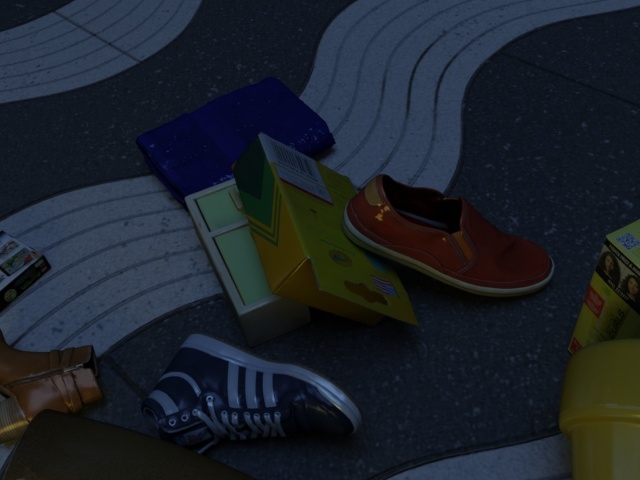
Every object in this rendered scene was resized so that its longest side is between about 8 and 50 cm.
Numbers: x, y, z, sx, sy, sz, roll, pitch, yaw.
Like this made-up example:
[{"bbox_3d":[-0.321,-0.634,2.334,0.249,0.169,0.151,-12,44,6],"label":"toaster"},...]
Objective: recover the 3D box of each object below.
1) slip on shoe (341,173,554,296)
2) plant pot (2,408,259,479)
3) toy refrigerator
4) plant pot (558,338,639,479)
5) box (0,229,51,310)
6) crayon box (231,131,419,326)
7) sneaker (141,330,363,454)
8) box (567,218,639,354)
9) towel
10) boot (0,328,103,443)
[{"bbox_3d":[0.197,-0.007,0.963,0.332,0.101,0.123,19,42,-12],"label":"slip on shoe"},{"bbox_3d":[-0.187,0.310,0.717,0.255,0.237,0.237,6,48,-5],"label":"plant pot"},{"bbox_3d":[-0.118,0.023,1.039,0.102,0.094,0.269,-22,48,-12],"label":"toy refrigerator"},{"bbox_3d":[0.365,0.256,0.679,0.254,0.254,0.238,11,66,16],"label":"plant pot"},{"bbox_3d":[-0.554,0.079,1.081,0.114,0.036,0.207,25,55,26],"label":"box"},{"bbox_3d":[0.000,0.000,0.975,0.081,0.202,0.318,-46,43,24],"label":"crayon box"},{"bbox_3d":[-0.097,0.223,0.848,0.282,0.099,0.153,14,46,28],"label":"sneaker"},{"bbox_3d":[0.371,0.087,0.823,0.058,0.232,0.087,-22,50,-13],"label":"box"},{"bbox_3d":[-0.155,-0.174,1.244,0.308,0.076,0.227,-30,58,-20],"label":"towel"},{"bbox_3d":[-0.399,0.176,0.953,0.153,0.073,0.197,-23,61,-12],"label":"boot"}]
